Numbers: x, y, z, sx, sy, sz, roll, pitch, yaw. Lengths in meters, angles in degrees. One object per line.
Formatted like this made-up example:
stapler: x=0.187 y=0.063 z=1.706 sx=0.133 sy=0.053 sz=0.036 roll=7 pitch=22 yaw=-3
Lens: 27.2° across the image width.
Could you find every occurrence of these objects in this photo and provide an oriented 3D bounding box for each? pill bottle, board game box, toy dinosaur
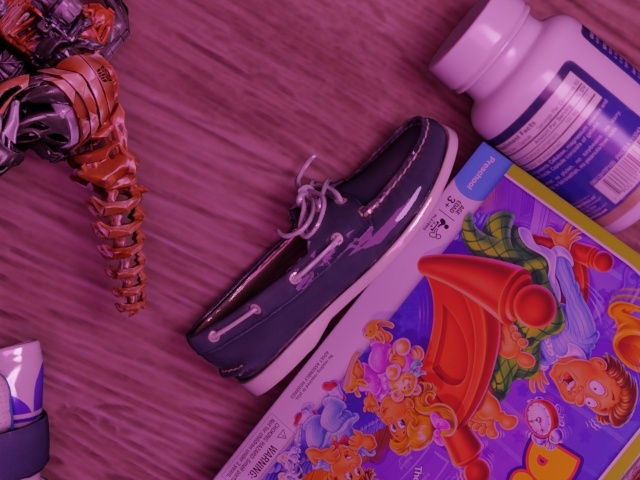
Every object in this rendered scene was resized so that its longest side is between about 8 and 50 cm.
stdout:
pill bottle: x=0.178 y=-0.102 z=0.989 sx=0.186 sy=0.112 sz=0.112 roll=39 pitch=92 yaw=-7
board game box: x=0.107 y=0.135 z=0.969 sx=0.233 sy=0.078 sz=0.347 roll=39 pitch=91 yaw=25
toy dinosaur: x=-0.218 y=-0.097 z=0.948 sx=0.218 sy=0.164 sz=0.322 roll=-31 pitch=75 yaw=-17

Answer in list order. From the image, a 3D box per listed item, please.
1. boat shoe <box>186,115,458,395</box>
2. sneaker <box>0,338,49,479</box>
boat shoe: x=0.000 y=0.000 z=0.997 sx=0.079 sy=0.095 sz=0.254 roll=38 pitch=101 yaw=-18
sneaker: x=-0.214 y=0.199 z=0.977 sx=0.323 sy=0.130 sz=0.236 roll=20 pitch=98 yaw=-1
